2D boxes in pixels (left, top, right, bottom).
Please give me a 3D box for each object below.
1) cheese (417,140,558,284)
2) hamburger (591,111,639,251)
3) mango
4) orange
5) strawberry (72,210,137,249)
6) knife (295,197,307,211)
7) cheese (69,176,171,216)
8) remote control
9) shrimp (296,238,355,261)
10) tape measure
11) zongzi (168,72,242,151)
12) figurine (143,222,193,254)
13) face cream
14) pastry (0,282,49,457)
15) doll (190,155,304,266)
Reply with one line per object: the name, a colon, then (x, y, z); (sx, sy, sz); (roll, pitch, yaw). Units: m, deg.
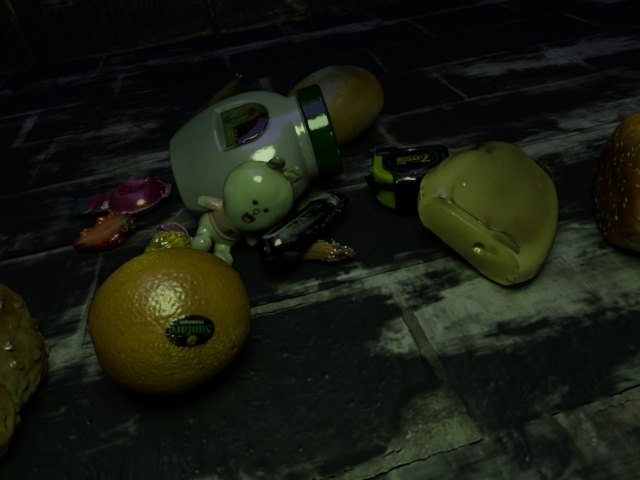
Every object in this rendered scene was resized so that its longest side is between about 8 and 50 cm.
cheese: (0.333, -0.081, 0.894); (0.259, 0.128, 0.316); (41, 56, 3)
hamburger: (0.576, -0.105, 0.834); (0.146, 0.243, 0.286); (2, 24, 16)
mango: (0.009, -0.348, 1.280); (0.383, 0.199, 0.221); (-32, 61, -15)
orange: (-0.224, 0.120, 0.711); (0.236, 0.237, 0.236); (-5, 38, 4)
strawberry: (-0.482, -0.014, 1.067); (0.152, 0.048, 0.104); (-22, 45, 4)
knife: (-0.044, -0.097, 1.114); (0.054, 0.015, 0.212); (-20, 40, -15)
cheese: (-0.488, -0.101, 1.162); (0.244, 0.062, 0.155); (-12, 37, -2)
remote control: (-0.031, -0.040, 0.951); (0.090, 0.066, 0.266); (6, 37, 35)
shrimp: (0.000, 0.001, 0.968); (0.178, 0.034, 0.124); (-1, 35, 25)
tape measure: (0.198, -0.135, 1.044); (0.198, 0.112, 0.186); (-5, 31, 13)
zongzi: (-0.311, -0.330, 1.299); (0.112, 0.242, 0.221); (44, 61, -4)
figurine: (-0.293, 0.026, 0.949); (0.114, 0.095, 0.156); (11, 19, -9)
face cream: (-0.143, -0.199, 1.072); (0.356, 0.219, 0.313); (-17, 59, 2)
pastry: (-0.550, 0.214, 0.696); (0.254, 0.162, 0.311); (2, 48, -3)
doll: (-0.149, -0.068, 0.917); (0.275, 0.154, 0.113); (-45, 29, 19)
